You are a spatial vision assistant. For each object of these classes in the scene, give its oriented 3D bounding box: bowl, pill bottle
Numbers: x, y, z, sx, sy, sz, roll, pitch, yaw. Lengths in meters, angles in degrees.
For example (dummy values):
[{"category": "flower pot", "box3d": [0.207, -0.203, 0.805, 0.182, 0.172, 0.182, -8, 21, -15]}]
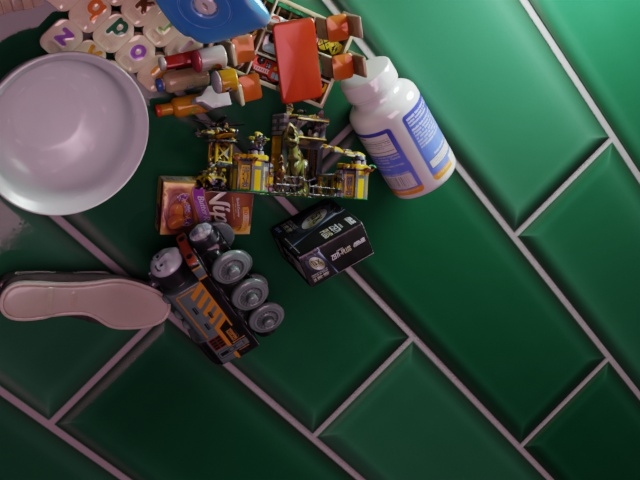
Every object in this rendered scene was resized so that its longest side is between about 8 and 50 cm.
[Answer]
[{"category": "bowl", "box3d": [-0.463, -0.204, 1.588, 0.297, 0.134, 0.298, -18, 126, -27]}, {"category": "pill bottle", "box3d": [0.152, -0.231, 1.838, 0.152, 0.152, 0.272, -37, 118, -6]}]

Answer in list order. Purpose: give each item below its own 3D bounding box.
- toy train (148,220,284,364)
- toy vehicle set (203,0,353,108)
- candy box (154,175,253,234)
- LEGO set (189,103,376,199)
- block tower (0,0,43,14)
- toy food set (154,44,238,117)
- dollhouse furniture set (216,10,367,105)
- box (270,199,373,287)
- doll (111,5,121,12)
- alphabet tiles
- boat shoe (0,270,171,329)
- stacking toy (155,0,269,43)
[{"category": "toy train", "box3d": [-0.204, 0.107, 1.802, 0.190, 0.142, 0.334, -32, 136, -3]}, {"category": "toy vehicle set", "box3d": [-0.081, -0.379, 1.751, 0.266, 0.035, 0.166, 18, 102, -27]}, {"category": "candy box", "box3d": [-0.229, -0.070, 1.799, 0.186, 0.053, 0.109, -1, 110, -24]}, {"category": "LEGO set", "box3d": [-0.068, -0.180, 1.706, 0.331, 0.255, 0.192, 2, 92, -24]}, {"category": "block tower", "box3d": [-0.633, -0.389, 1.467, 0.335, 0.091, 0.097, -20, 119, -23]}, {"category": "toy food set", "box3d": [-0.233, -0.283, 1.626, 0.104, 0.232, 0.111, -15, 97, -21]}, {"category": "dollhouse furniture set", "box3d": [-0.049, -0.382, 1.664, 0.261, 0.135, 0.259, -15, 114, -17]}, {"category": "box", "box3d": [0.000, 0.000, 1.845, 0.147, 0.180, 0.078, -28, 118, -10]}, {"category": "doll", "box3d": [-0.374, -0.439, 1.602, 0.189, 0.046, 0.129, 14, 101, -32]}, {"category": "alphabet tiles", "box3d": [-0.343, -0.392, 1.606, 0.278, 0.021, 0.284, -41, 132, 8]}, {"category": "boat shoe", "box3d": [-0.458, 0.102, 1.759, 0.335, 0.095, 0.112, 6, 110, -30]}, {"category": "stacking toy", "box3d": [-0.166, -0.503, 1.566, 0.165, 0.302, 0.175, -9, 142, 27]}]
